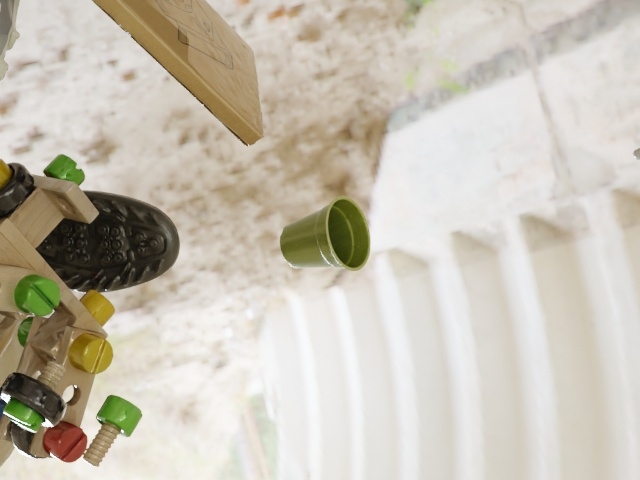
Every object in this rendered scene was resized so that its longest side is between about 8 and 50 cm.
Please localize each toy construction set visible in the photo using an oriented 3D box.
[{"bbox_3d":[-0.284,0.056,1.255,0.237,0.257,0.309,-60,-165,-23],"label":"toy construction set"}]

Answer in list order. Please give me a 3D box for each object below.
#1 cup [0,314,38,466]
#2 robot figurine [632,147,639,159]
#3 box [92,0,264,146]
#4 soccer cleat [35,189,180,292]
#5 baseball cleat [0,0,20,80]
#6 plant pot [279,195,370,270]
[{"bbox_3d":[-0.518,0.151,1.511,0.331,0.331,0.237,-15,173,5],"label":"cup"},{"bbox_3d":[0.319,-0.060,0.624,0.353,0.300,0.200,13,-150,27],"label":"robot figurine"},{"bbox_3d":[-0.126,-0.194,1.192,0.021,0.201,0.164,-35,-146,20],"label":"box"},{"bbox_3d":[-0.286,0.003,1.418,0.318,0.109,0.116,-6,-175,19],"label":"soccer cleat"},{"bbox_3d":[-0.286,-0.191,1.053,0.109,0.206,0.072,22,139,-22],"label":"baseball cleat"},{"bbox_3d":[0.000,0.000,1.464,0.079,0.083,0.083,-14,179,34],"label":"plant pot"}]
